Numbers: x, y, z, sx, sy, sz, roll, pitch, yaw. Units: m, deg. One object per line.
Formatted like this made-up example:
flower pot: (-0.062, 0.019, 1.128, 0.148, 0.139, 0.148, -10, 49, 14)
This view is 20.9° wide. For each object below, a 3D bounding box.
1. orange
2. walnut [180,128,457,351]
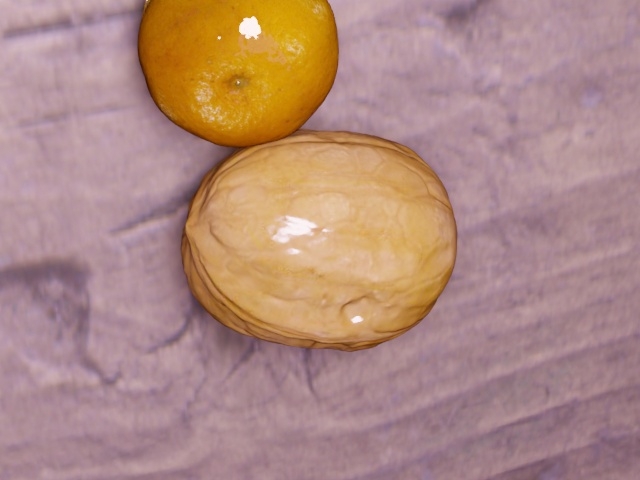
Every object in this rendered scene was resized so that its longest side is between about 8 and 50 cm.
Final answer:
orange: (-0.061, -0.148, 1.305, 0.154, 0.134, 0.155, 2, 125, 3)
walnut: (0.000, 0.000, 1.390, 0.225, 0.193, 0.193, 5, 120, -30)
